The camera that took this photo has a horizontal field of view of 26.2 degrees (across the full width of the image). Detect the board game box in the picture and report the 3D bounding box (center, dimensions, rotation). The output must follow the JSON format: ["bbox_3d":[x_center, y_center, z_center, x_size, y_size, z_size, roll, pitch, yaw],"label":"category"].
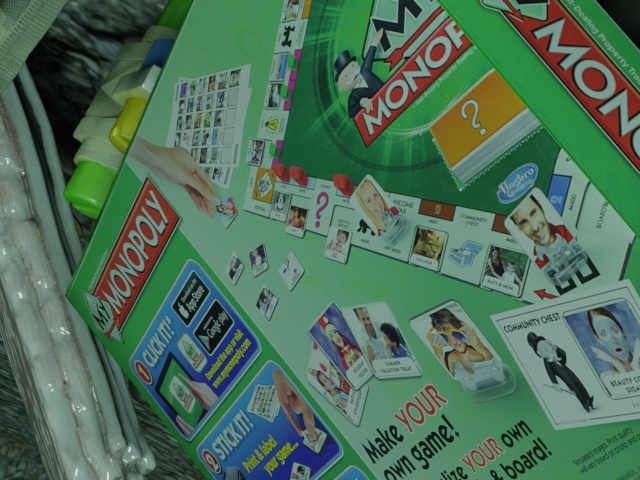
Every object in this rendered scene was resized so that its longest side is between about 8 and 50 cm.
[{"bbox_3d":[0.016,0.027,0.479,0.213,0.046,0.317,52,148,9],"label":"board game box"}]

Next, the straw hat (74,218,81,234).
[{"bbox_3d":[-0.273,-0.016,1.122,0.144,0.061,0.144,24,160,9],"label":"straw hat"}]

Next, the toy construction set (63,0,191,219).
[{"bbox_3d":[0.000,0.000,0.711,0.215,0.151,0.327,4,138,48],"label":"toy construction set"}]

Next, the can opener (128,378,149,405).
[{"bbox_3d":[-0.027,0.152,1.075,0.283,0.095,0.076,16,-179,-41],"label":"can opener"}]

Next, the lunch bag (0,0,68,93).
[{"bbox_3d":[-0.193,-0.209,0.414,0.235,0.169,0.287,21,152,26],"label":"lunch bag"}]

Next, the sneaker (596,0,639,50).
[{"bbox_3d":[0.149,-0.071,0.292,0.258,0.169,0.447,10,156,36],"label":"sneaker"}]

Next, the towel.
[{"bbox_3d":[-0.173,0.020,0.822,0.317,0.053,0.331,119,132,-69],"label":"towel"}]
